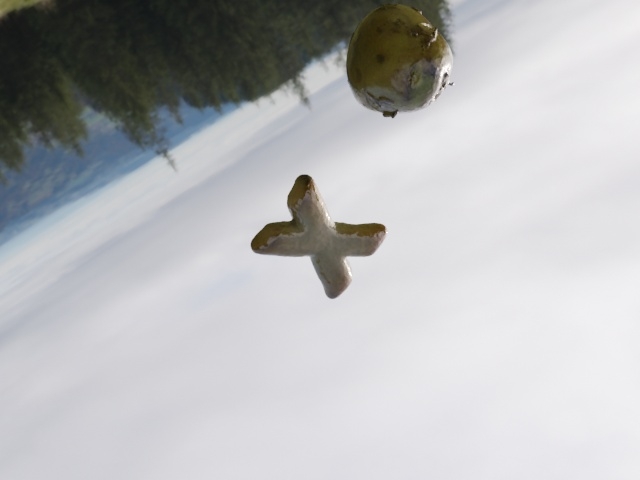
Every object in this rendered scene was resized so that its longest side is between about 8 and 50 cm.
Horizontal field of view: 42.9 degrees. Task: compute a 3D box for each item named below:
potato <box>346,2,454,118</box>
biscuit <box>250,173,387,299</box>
[{"bbox_3d":[0.090,-0.226,1.021,0.137,0.137,0.176,-33,-157,-5],"label":"potato"},{"bbox_3d":[0.001,-0.001,1.396,0.164,0.208,0.047,-52,-149,9],"label":"biscuit"}]
